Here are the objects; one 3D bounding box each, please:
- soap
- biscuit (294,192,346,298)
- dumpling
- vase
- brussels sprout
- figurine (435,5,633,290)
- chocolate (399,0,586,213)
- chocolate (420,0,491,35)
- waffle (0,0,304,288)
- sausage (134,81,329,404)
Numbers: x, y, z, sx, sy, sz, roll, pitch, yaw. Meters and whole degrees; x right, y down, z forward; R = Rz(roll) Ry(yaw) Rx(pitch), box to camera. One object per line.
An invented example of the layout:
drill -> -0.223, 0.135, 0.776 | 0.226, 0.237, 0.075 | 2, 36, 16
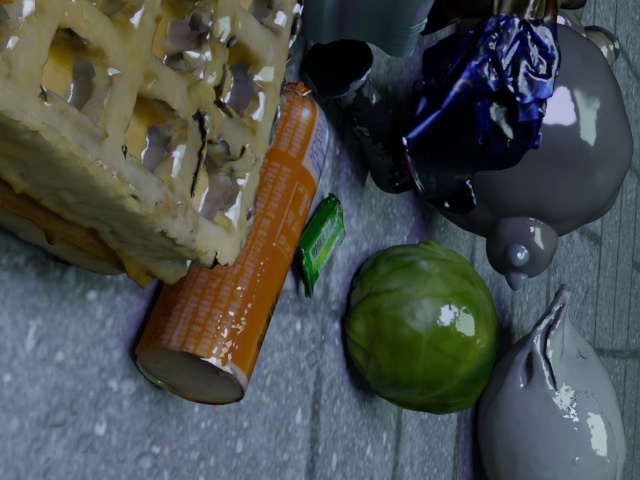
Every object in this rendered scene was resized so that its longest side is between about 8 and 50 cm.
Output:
soap -> 0.034, -0.208, 0.723 | 0.230, 0.091, 0.145 | 117, -19, -85
biscuit -> -0.001, 0.000, 0.837 | 0.089, 0.016, 0.046 | -59, 144, -45
dumpling -> 0.290, 0.232, 1.306 | 0.341, 0.181, 0.260 | 66, 20, -5
vase -> 0.041, -0.101, 0.866 | 0.167, 0.059, 0.059 | 48, 50, -56
brussels sprout -> 0.101, 0.076, 0.936 | 0.151, 0.122, 0.149 | 40, 60, -58
figurine -> 0.225, -0.141, 1.085 | 0.380, 0.203, 0.248 | -60, 140, -47
chocolate -> 0.148, -0.178, 0.827 | 0.148, 0.126, 0.343 | -4, 112, -30
chocolate -> 0.189, -0.327, 0.963 | 0.283, 0.186, 0.283 | 8, 90, -73
waffle -> -0.135, -0.149, 0.432 | 0.376, 0.114, 0.260 | 38, 61, -60
sausage -> -0.045, -0.013, 0.679 | 0.071, 0.071, 0.234 | 60, 41, -49
